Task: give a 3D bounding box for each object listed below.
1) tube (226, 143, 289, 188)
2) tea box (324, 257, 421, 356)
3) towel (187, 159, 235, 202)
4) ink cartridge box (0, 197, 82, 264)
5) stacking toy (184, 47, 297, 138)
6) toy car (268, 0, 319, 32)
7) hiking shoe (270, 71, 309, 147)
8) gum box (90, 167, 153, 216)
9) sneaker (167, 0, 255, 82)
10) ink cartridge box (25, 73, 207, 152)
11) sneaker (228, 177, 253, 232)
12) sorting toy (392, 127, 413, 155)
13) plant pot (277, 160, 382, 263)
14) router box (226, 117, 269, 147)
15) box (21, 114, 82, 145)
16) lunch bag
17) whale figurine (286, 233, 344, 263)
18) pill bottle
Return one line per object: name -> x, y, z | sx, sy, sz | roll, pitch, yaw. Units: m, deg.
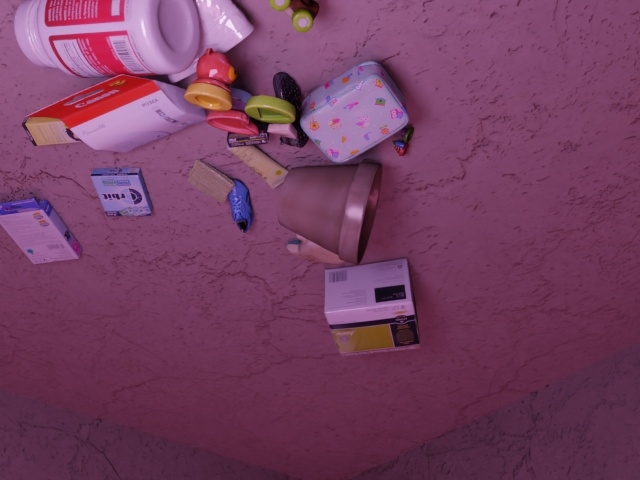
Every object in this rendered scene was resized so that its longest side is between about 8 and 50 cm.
tube -> -0.193, -0.247, 1.894 | 0.070, 0.062, 0.240 | 12, 161, 46
tea box -> 0.205, 0.269, 2.327 | 0.328, 0.220, 0.324 | -8, 136, 9
towel -> -0.358, -0.193, 1.950 | 0.148, 0.027, 0.110 | 33, 132, -6
ink cartridge box -> -1.004, -0.042, 2.114 | 0.185, 0.065, 0.311 | -7, 139, 8
stacking toy -> -0.190, -0.384, 1.592 | 0.279, 0.131, 0.309 | 9, 174, 3
toy car -> -0.027, -0.623, 1.426 | 0.188, 0.155, 0.149 | -40, 125, 23
hiking shoe -> -0.114, -0.372, 1.731 | 0.114, 0.086, 0.227 | 6, 125, 32
gum box -> -0.660, -0.159, 2.000 | 0.156, 0.041, 0.184 | -2, 136, 2
sneaker -> -0.328, -0.544, 1.556 | 0.292, 0.108, 0.169 | -24, 118, 29
ink cartridge box -> -0.527, -0.330, 1.607 | 0.308, 0.385, 0.091 | -16, 92, 18
sneaker -> -0.272, -0.115, 2.018 | 0.069, 0.082, 0.209 | -4, 136, 7
sorting toy -> 0.249, -0.306, 1.838 | 0.042, 0.061, 0.102 | 29, 133, 19
plant pot -> 0.024, -0.112, 1.888 | 0.280, 0.323, 0.323 | 14, 138, 9
router box -> -0.213, -0.325, 1.781 | 0.122, 0.092, 0.038 | -5, 138, 6
box -> -0.761, -0.341, 1.793 | 0.232, 0.058, 0.087 | -4, 137, 6
lunch bag -> 0.094, -0.351, 1.677 | 0.279, 0.108, 0.224 | -26, 133, 27
whale figurine -> 0.000, 0.000, 2.128 | 0.216, 0.141, 0.272 | 33, 153, -30
pill bottle -> -0.518, -0.512, 1.442 | 0.407, 0.229, 0.229 | 4, 140, 21
